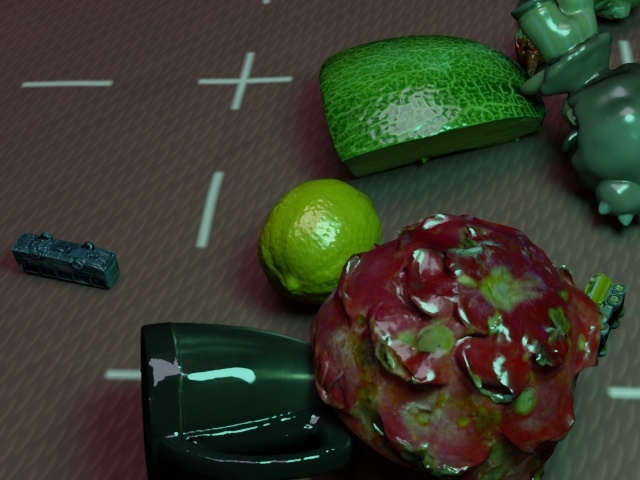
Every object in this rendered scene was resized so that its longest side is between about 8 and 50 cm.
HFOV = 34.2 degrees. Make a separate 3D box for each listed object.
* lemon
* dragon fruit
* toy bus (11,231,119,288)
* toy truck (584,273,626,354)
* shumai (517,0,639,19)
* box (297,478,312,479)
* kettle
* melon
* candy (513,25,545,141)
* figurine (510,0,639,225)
[{"bbox_3d":[-0.001,0.003,1.540,0.180,0.180,0.193,11,71,17],"label":"lemon"},{"bbox_3d":[0.187,0.107,1.305,0.386,0.249,0.371,-5,45,-30],"label":"dragon fruit"},{"bbox_3d":[-0.400,0.032,1.636,0.166,0.065,0.047,11,48,15],"label":"toy bus"},{"bbox_3d":[0.390,0.103,1.471,0.062,0.052,0.123,15,48,27],"label":"toy truck"},{"bbox_3d":[0.507,-0.479,1.967,0.218,0.189,0.256,12,11,-8],"label":"shumai"},{"bbox_3d":[-0.006,0.335,1.270,0.035,0.083,0.079,-33,51,-23],"label":"box"},{"bbox_3d":[-0.088,0.199,1.325,0.271,0.251,0.207,-2,80,-14],"label":"kettle"},{"bbox_3d":[0.189,-0.232,1.743,0.343,0.226,0.331,-19,27,7],"label":"melon"},{"bbox_3d":[0.372,-0.288,1.857,0.078,0.084,0.288,10,55,12],"label":"candy"},{"bbox_3d":[0.449,-0.227,1.617,0.248,0.203,0.381,-30,88,-32],"label":"figurine"}]
